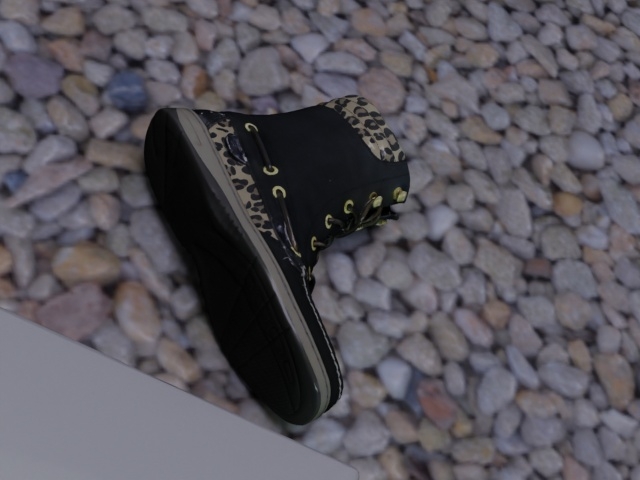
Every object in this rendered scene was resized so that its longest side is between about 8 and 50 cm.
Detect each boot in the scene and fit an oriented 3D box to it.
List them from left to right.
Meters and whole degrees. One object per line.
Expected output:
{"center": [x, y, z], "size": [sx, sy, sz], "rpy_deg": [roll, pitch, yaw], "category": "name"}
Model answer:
{"center": [0.000, -0.002, 0.937], "size": [0.178, 0.085, 0.236], "rpy_deg": [-13, 66, -36], "category": "boot"}

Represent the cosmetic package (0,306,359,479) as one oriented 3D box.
{"center": [-0.193, 0.155, 0.686], "size": [0.385, 0.156, 0.217], "rpy_deg": [28, 50, -10], "category": "cosmetic package"}
